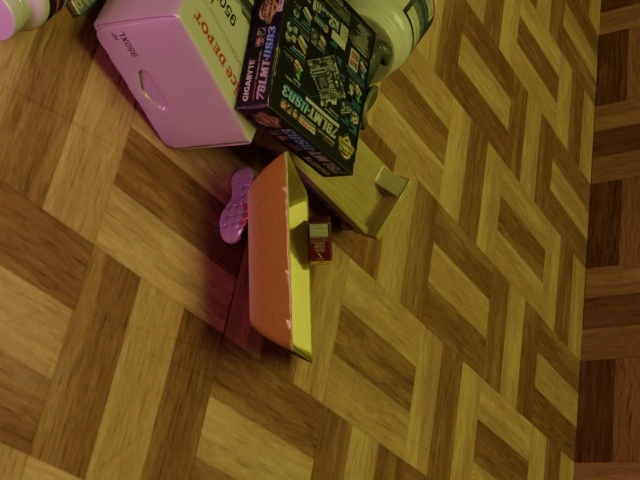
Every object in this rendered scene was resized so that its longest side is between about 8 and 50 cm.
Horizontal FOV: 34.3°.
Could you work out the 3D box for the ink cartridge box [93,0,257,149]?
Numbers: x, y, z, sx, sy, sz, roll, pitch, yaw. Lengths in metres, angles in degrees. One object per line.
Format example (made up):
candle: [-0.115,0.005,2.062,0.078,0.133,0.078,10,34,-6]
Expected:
ink cartridge box: [-0.182,-0.390,1.750,0.285,0.166,0.395,60,38,-44]

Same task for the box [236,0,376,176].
box: [-0.016,-0.297,1.791,0.295,0.073,0.293,32,63,-53]

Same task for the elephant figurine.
elephant figurine: [0.056,-0.298,2.114,0.186,0.169,0.239,-12,125,-33]

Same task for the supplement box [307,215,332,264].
supplement box: [0.000,0.000,1.977,0.055,0.043,0.083,-77,164,-76]

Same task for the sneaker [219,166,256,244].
sneaker: [-0.134,-0.055,1.877,0.065,0.061,0.158,51,44,-49]

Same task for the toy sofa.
toy sofa: [0.008,-0.160,2.066,0.362,0.177,0.150,42,74,-45]

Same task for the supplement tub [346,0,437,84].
supplement tub: [0.129,-0.474,2.254,0.191,0.191,0.272,64,37,-25]

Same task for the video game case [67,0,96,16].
video game case: [-0.391,-0.448,1.613,0.166,0.015,0.119,62,38,-27]

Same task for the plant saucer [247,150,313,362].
plant saucer: [-0.072,0.043,1.836,0.333,0.081,0.332,63,24,-78]

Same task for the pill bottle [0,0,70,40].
pill bottle: [-0.413,-0.364,1.473,0.108,0.108,0.193,62,38,-27]
